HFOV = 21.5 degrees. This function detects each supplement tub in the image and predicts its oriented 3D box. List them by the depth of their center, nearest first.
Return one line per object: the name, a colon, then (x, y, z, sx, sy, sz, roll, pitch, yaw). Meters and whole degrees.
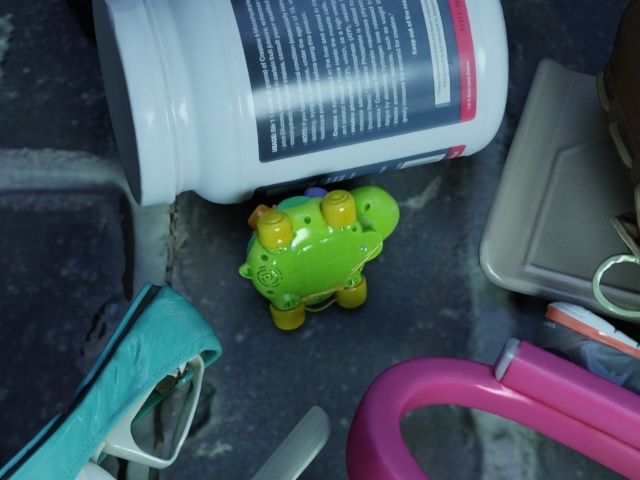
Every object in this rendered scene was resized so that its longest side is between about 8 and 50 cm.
supplement tub: (-0.016, -0.133, 1.235, 0.272, 0.191, 0.191, -12, 54, -12)

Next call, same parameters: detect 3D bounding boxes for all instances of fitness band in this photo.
fitness band: (0.157, 0.161, 1.050, 0.290, 0.054, 0.209, 26, 33, 7)

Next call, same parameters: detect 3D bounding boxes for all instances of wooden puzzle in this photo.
wooden puzzle: (0.252, -0.022, 1.261, 0.238, 0.044, 0.221, 18, 54, 5)

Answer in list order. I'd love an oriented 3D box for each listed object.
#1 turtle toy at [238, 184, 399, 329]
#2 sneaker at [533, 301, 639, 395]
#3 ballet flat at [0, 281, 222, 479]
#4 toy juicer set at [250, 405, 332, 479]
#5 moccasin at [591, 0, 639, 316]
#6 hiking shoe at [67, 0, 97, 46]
turtle toy: (0.000, 0.000, 1.208, 0.130, 0.095, 0.066, -19, 35, -17)
sneaker: (0.213, 0.105, 1.162, 0.158, 0.061, 0.065, 30, 81, 22)
ballet flat: (-0.143, 0.134, 1.101, 0.087, 0.083, 0.247, 34, 60, 5)
toy juicer set: (-0.007, 0.281, 1.004, 0.209, 0.089, 0.329, -33, 50, -1)
moccasin: (0.266, -0.016, 1.157, 0.139, 0.147, 0.380, 5, 48, -25)
hiking shoe: (-0.160, -0.279, 1.389, 0.132, 0.113, 0.304, -12, 58, -19)
